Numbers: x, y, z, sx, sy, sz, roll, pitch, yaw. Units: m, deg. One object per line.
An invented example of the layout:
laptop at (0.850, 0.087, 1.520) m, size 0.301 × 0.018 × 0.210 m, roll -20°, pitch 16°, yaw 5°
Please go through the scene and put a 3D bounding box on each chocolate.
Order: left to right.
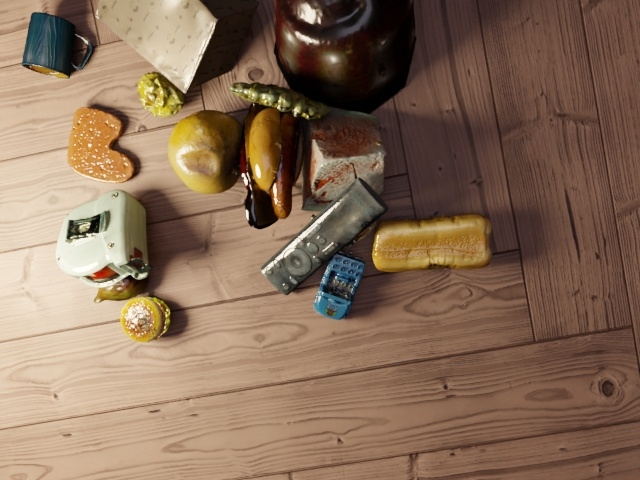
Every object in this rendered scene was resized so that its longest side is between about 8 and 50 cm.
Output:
chocolate at (0.059, -0.513, 1.191) m, size 0.384 × 0.331 × 0.383 m, roll 0°, pitch 95°, yaw 2°

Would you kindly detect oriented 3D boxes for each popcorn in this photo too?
popcorn at (-0.421, -0.376, 1.344) m, size 0.106 × 0.116 × 0.121 m, roll -41°, pitch 132°, yaw 14°

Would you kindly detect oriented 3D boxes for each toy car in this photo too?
toy car at (0.049, 0.120, 1.342) m, size 0.097 × 0.100 × 0.191 m, roll 19°, pitch 99°, yaw -1°

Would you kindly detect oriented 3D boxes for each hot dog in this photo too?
hot dog at (-0.097, -0.197, 1.277) m, size 0.107 × 0.194 × 0.326 m, roll -8°, pitch 89°, yaw 36°

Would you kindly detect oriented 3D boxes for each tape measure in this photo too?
tape measure at (-0.558, -0.001, 1.321) m, size 0.246 × 0.125 × 0.243 m, roll -19°, pitch 56°, yaw 7°

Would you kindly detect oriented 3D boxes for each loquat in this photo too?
loquat at (-0.279, -0.221, 1.293) m, size 0.213 × 0.213 × 0.213 m, roll 0°, pitch 94°, yaw 4°

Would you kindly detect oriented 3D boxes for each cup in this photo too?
cup at (-0.701, -0.511, 1.369) m, size 0.113 × 0.150 × 0.138 m, roll 13°, pitch 93°, yaw 38°

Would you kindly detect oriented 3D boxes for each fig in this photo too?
fig at (-0.546, 0.122, 1.387) m, size 0.155 × 0.103 × 0.109 m, roll -44°, pitch 64°, yaw -2°

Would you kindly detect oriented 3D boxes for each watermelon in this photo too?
watermelon at (0.046, -0.216, 1.272) m, size 0.213 × 0.201 × 0.261 m, roll -4°, pitch 85°, yaw 1°

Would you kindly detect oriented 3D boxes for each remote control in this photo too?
remote control at (0.000, 0.000, 1.300) m, size 0.377 × 0.044 × 0.107 m, roll -41°, pitch 91°, yaw 27°

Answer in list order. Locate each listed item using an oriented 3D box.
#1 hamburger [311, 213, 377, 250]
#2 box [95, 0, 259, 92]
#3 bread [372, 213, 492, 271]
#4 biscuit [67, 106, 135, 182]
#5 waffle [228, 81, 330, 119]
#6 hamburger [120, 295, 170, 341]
hamburger at (0.067, -0.033, 1.343) m, size 0.176 × 0.087 × 0.102 m, roll -8°, pitch 108°, yaw 11°
box at (-0.345, -0.558, 1.246) m, size 0.297 × 0.190 × 0.225 m, roll 40°, pitch 133°, yaw 0°
bread at (0.284, 0.006, 1.320) m, size 0.305 × 0.091 × 0.142 m, roll -2°, pitch 96°, yaw 4°
biscuit at (-0.587, -0.254, 1.400) m, size 0.186 × 0.036 × 0.192 m, roll 11°, pitch 94°, yaw 1°
waffle at (-0.091, -0.344, 1.244) m, size 0.204 × 0.223 × 0.054 m, roll 27°, pitch 110°, yaw 27°
hamburger at (-0.473, 0.213, 1.397) m, size 0.141 × 0.081 × 0.126 m, roll 13°, pitch 94°, yaw 5°
